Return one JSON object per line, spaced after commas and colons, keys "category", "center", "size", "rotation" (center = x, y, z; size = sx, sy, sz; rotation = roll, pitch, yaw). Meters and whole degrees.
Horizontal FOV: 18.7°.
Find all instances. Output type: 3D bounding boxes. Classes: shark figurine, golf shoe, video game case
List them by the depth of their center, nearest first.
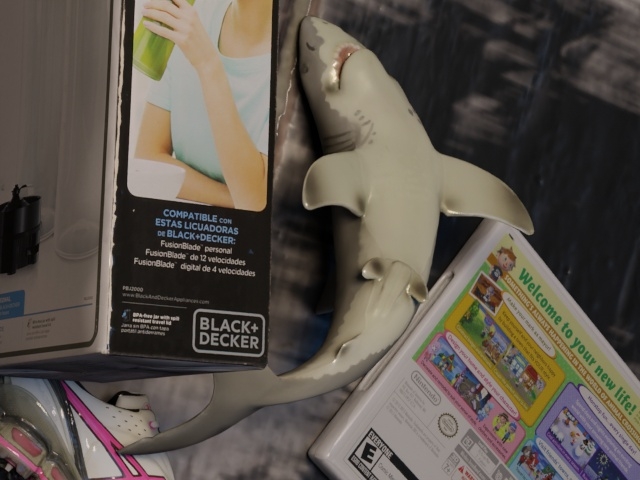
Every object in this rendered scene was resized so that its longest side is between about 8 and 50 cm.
{"category": "golf shoe", "center": [-0.102, 0.125, 1.026], "size": [0.186, 0.067, 0.086], "rotation": [47, 67, -27]}
{"category": "shark figurine", "center": [0.007, 0.026, 1.065], "size": [0.166, 0.116, 0.278], "rotation": [32, 52, -13]}
{"category": "video game case", "center": [0.113, 0.125, 1.201], "size": [0.212, 0.023, 0.193], "rotation": [49, 68, -26]}

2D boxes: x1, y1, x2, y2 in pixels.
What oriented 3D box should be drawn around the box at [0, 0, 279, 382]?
{"category": "box", "center": [-0.098, -0.081, 0.929], "size": [0.087, 0.169, 0.290], "rotation": [8, 81, -33]}
